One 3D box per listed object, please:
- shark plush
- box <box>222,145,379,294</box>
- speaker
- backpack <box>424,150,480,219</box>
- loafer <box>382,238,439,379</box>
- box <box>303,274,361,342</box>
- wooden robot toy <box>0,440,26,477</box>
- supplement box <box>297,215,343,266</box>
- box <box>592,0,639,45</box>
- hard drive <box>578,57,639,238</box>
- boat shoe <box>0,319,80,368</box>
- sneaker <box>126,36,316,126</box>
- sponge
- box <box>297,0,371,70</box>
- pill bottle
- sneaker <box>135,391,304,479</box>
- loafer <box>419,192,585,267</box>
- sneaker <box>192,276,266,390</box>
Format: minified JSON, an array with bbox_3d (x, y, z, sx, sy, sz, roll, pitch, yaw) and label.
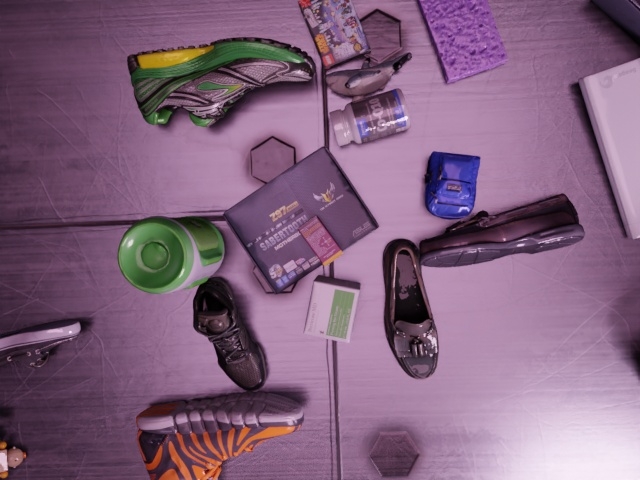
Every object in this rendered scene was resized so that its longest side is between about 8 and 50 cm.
[{"bbox_3d":[0.091,-0.315,1.328,0.161,0.073,0.067,-31,60,8],"label":"shark plush"},{"bbox_3d":[-0.036,-0.037,1.338,0.233,0.059,0.183,-33,89,3],"label":"box"},{"bbox_3d":[-0.246,0.020,1.231,0.131,0.296,0.131,0,92,3],"label":"speaker"},{"bbox_3d":[0.234,-0.098,1.304,0.098,0.101,0.120,8,95,9],"label":"backpack"},{"bbox_3d":[0.161,0.130,1.321,0.096,0.084,0.267,-11,91,3],"label":"loafer"},{"bbox_3d":[0.023,0.123,1.319,0.087,0.102,0.101,11,93,4],"label":"box"},{"bbox_3d":[-0.612,0.410,1.390,0.079,0.076,0.173,-3,92,-32],"label":"wooden robot toy"},{"bbox_3d":[0.000,0.000,1.280,0.043,0.055,0.083,-36,93,2],"label":"supplement box"},{"bbox_3d":[0.615,-0.463,1.269,0.153,0.108,0.207,45,94,0],"label":"box"},{"bbox_3d":[0.612,-0.180,1.302,0.203,0.040,0.307,-19,96,3],"label":"hard drive"},{"bbox_3d":[-0.556,0.208,1.364,0.229,0.080,0.076,-14,97,4],"label":"boat shoe"},{"bbox_3d":[-0.174,-0.286,1.316,0.344,0.134,0.146,-6,98,12],"label":"sneaker"},{"bbox_3d":[0.254,-0.408,1.327,0.117,0.031,0.210,-20,90,3],"label":"sponge"},{"bbox_3d":[0.026,-0.397,1.340,0.094,0.027,0.137,-23,91,4],"label":"box"},{"bbox_3d":[0.090,-0.222,1.317,0.137,0.078,0.078,-17,91,3],"label":"pill bottle"},{"bbox_3d":[-0.178,0.389,1.340,0.321,0.124,0.180,-7,96,14],"label":"sneaker"},{"bbox_3d":[0.321,-0.018,1.312,0.303,0.109,0.095,-9,72,-3],"label":"loafer"},{"bbox_3d":[-0.172,0.181,1.318,0.087,0.130,0.227,-21,93,5],"label":"sneaker"}]
